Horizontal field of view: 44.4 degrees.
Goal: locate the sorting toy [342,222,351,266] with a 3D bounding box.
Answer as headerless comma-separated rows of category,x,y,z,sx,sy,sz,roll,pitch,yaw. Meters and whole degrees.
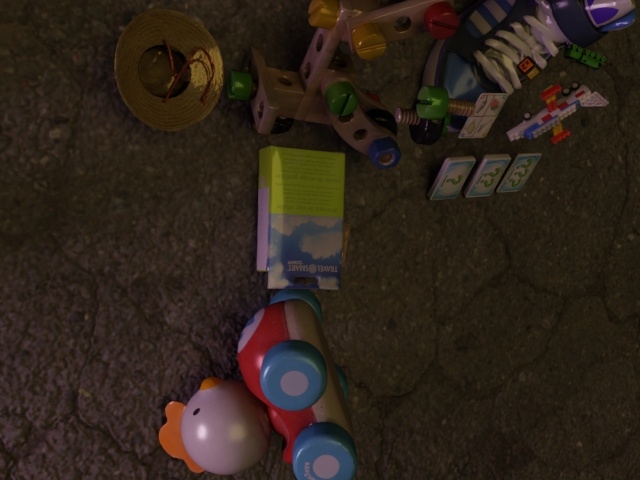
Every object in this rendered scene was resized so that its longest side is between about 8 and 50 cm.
sorting toy,0.000,0.000,1.052,0.083,0.012,0.062,14,86,-29

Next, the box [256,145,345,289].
box,-0.025,-0.027,1.006,0.108,0.042,0.178,2,88,-25

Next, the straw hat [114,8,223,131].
straw hat,-0.186,-0.193,0.901,0.144,0.061,0.145,-8,102,-43

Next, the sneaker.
sneaker,0.296,-0.286,1.059,0.130,0.236,0.323,44,74,-25

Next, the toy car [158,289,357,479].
toy car,-0.092,0.196,0.946,0.237,0.219,0.210,-18,105,3

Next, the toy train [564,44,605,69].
toy train,0.425,-0.294,1.257,0.083,0.017,0.024,11,99,-30

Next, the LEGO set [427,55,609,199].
LEGO set,0.275,-0.141,1.088,0.182,0.060,0.244,-6,138,-29

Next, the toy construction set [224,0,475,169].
toy construction set,0.012,-0.248,0.938,0.237,0.257,0.309,3,73,-17
